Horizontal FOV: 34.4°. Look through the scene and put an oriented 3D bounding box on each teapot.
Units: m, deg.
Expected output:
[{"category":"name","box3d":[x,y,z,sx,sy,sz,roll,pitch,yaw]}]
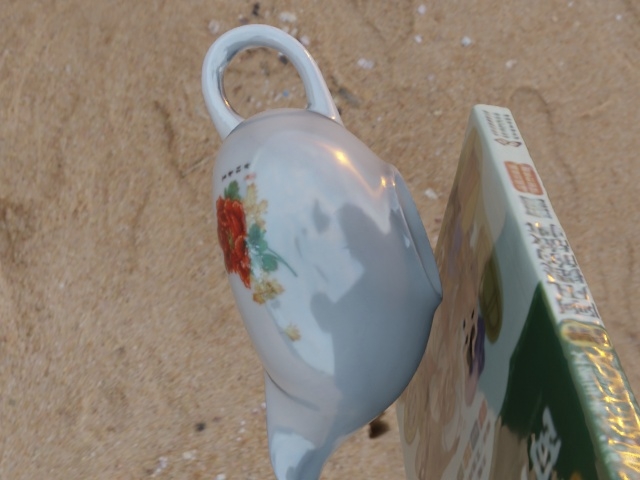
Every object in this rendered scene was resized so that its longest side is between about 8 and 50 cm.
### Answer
[{"category":"teapot","box3d":[0.000,0.000,0.478,0.092,0.145,0.226,-18,75,9]}]

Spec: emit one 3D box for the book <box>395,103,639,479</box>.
[{"category":"book","box3d":[0.073,0.085,0.450,0.027,0.202,0.264,8,32,-6]}]
